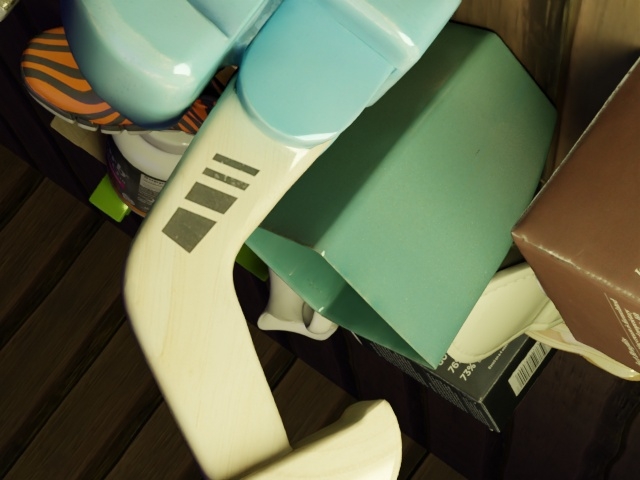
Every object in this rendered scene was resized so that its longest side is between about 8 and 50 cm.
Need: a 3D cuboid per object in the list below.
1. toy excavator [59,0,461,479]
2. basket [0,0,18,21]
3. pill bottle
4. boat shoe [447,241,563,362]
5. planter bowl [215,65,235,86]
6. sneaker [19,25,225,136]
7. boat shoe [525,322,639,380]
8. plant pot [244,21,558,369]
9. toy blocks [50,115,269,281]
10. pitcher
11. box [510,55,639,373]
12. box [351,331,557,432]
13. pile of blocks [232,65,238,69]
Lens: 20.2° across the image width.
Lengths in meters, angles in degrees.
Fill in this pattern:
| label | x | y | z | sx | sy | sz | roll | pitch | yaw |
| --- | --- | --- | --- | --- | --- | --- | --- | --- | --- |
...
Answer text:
| label | x | y | z | sx | sy | sz | roll | pitch | yaw |
| --- | --- | --- | --- | --- | --- | --- | --- | --- | --- |
| toy excavator | -0.051 | -0.089 | 1.109 | 0.433 | 0.445 | 0.222 | 38 | 170 | -4 |
| basket | -0.370 | -0.335 | 1.941 | 0.167 | 0.103 | 0.113 | 41 | -162 | -12 |
| pill bottle | -0.161 | -0.128 | 2.040 | 0.162 | 0.162 | 0.278 | 37 | 164 | 3 |
| boat shoe | 0.160 | 0.032 | 1.595 | 0.091 | 0.109 | 0.305 | 43 | -155 | 19 |
| planter bowl | -0.013 | -0.162 | 1.632 | 0.217 | 0.090 | 0.217 | 36 | 170 | 8 |
| sneaker | -0.147 | -0.173 | 1.811 | 0.321 | 0.125 | 0.180 | 11 | 167 | -2 |
| boat shoe | 0.271 | 0.085 | 1.854 | 0.170 | 0.059 | 0.063 | 24 | -158 | 27 |
| plant pot | 0.067 | -0.054 | 1.443 | 0.165 | 0.234 | 0.165 | 22 | 161 | 52 |
| toy blocks | -0.176 | -0.090 | 2.325 | 0.381 | 0.191 | 0.261 | 36 | -179 | 9 |
| pitcher | 0.000 | 0.000 | 1.924 | 0.125 | 0.207 | 0.178 | 11 | 176 | -15 |
| box | 0.275 | 0.011 | 1.229 | 0.203 | 0.167 | 0.168 | 30 | 168 | 35 |
| box | 0.150 | 0.087 | 1.995 | 0.207 | 0.153 | 0.108 | 33 | 169 | 28 |
| pile of blocks | -0.057 | -0.220 | 1.381 | 0.112 | 0.149 | 0.362 | 45 | 168 | -35 |
